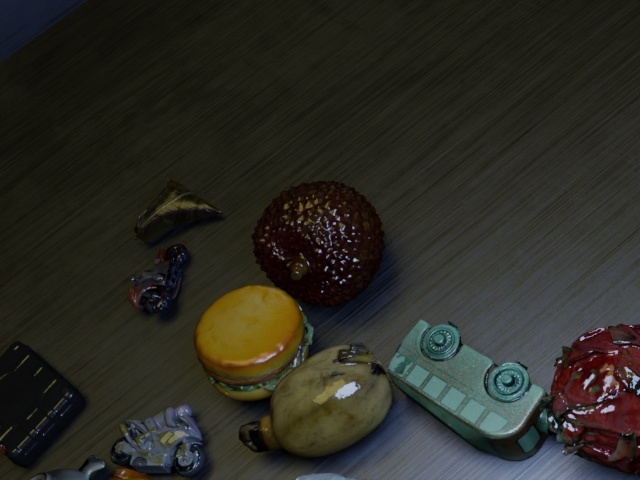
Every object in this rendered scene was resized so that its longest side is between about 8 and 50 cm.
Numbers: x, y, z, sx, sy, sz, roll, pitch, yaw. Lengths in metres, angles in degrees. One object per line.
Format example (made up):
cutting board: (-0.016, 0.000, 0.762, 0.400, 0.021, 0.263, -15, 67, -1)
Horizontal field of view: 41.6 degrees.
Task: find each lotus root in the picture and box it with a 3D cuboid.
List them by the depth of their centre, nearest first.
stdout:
lotus root: (-0.011, 0.315, 1.571, 0.310, 0.183, 0.182, -31, 45, 6)

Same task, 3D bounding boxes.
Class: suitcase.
suitcase: (-0.688, 0.369, 1.936, 0.286, 0.066, 0.206, 26, 67, 39)

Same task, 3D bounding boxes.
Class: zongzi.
zongzi: (-0.364, -0.043, 2.117, 0.184, 0.084, 0.187, 31, 78, 30)

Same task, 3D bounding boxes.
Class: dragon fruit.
dragon fruit: (0.475, 0.241, 1.317, 0.299, 0.244, 0.244, -1, 40, -25)

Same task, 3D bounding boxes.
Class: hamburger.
hamburger: (-0.129, 0.217, 1.709, 0.246, 0.170, 0.246, -7, 43, 7)

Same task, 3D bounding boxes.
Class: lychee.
lychee: (0.000, 0.000, 1.760, 0.276, 0.275, 0.304, -4, 22, 24)

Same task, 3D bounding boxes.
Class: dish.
dish: (-0.550, 0.517, 1.687, 0.246, 0.078, 0.224, -51, 25, -22)

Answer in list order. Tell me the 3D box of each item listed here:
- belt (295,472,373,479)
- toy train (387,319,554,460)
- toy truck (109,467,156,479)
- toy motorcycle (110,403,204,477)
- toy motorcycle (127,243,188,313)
belt: (0.043, 0.488, 1.399, 0.289, 0.164, 0.184, 0, 62, 27)
toy train: (0.269, 0.268, 1.495, 0.326, 0.129, 0.159, 29, 75, 40)
toy truck: (-0.273, 0.535, 1.458, 0.212, 0.288, 0.204, -6, 48, 38)
toy motorcycle: (-0.319, 0.400, 1.719, 0.225, 0.073, 0.152, 1, 52, 26)
toy motorcycle: (-0.390, 0.090, 2.010, 0.118, 0.084, 0.212, -10, 42, 21)
